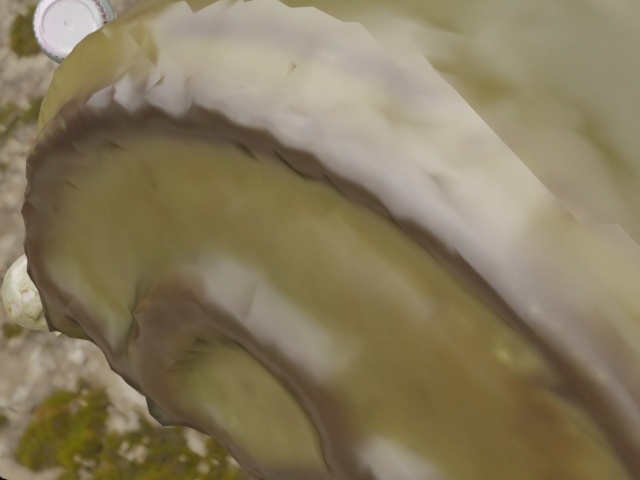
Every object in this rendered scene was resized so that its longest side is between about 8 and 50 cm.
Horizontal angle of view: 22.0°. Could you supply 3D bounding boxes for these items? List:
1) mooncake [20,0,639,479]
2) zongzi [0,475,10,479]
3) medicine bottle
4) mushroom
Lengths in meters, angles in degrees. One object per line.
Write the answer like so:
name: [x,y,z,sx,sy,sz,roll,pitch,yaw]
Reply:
mooncake: [0.065,0.029,0.737,0.394,0.393,0.246,12,48,44]
zongzi: [-0.513,0.244,1.444,0.383,0.319,0.362,35,105,-8]
medicine bottle: [-0.240,-0.211,1.612,0.083,0.203,0.084,-1,96,-7]
mushroom: [-0.198,0.038,1.242,0.083,0.083,0.067,-31,78,12]
